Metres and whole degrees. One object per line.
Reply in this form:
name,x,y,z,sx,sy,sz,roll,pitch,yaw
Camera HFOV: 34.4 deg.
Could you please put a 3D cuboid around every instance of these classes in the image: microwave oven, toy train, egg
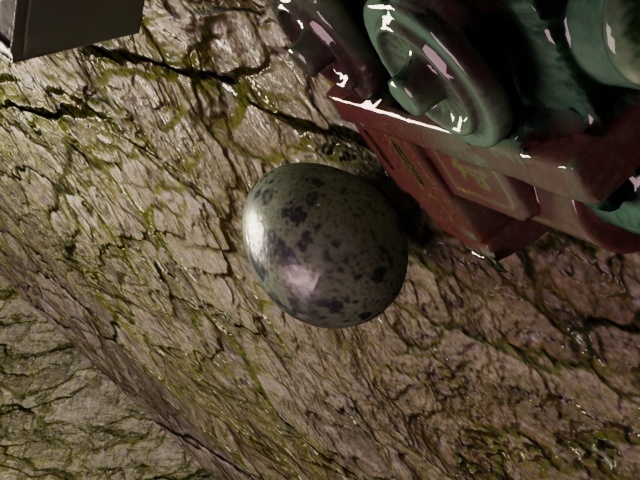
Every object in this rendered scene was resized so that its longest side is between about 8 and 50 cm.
microwave oven,-0.267,-0.271,0.909,0.205,0.163,0.129,37,131,23
toy train,0.101,-0.081,0.528,0.221,0.150,0.304,51,173,-25
egg,0.000,0.000,0.898,0.172,0.132,0.132,46,160,35

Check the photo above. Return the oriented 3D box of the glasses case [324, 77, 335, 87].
glasses case,0.019,-0.153,0.687,0.064,0.079,0.234,-10,119,53
